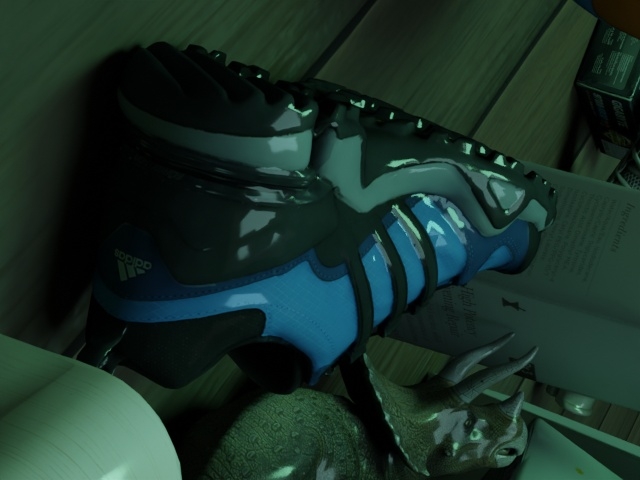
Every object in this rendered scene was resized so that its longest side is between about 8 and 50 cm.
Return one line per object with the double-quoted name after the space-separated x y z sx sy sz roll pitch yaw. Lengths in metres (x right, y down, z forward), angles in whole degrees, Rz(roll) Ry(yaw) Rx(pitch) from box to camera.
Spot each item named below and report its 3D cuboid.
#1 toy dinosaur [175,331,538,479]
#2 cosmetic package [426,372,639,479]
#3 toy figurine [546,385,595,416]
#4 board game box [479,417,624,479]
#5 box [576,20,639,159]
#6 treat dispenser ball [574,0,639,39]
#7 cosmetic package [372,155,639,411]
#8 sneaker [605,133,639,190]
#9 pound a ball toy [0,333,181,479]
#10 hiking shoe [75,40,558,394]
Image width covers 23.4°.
-0.028 0.128 0.743 0.313 0.121 0.160 -7 109 -51 "toy dinosaur"
0.160 0.266 0.965 0.097 0.377 0.284 17 90 -32 "cosmetic package"
0.338 0.115 1.479 0.148 0.209 0.213 -64 161 14 "toy figurine"
0.048 0.269 0.848 0.303 0.097 0.224 -54 177 24 "board game box"
0.288 -0.193 1.317 0.220 0.051 0.175 -67 159 -9 "box"
0.221 -0.235 0.781 0.288 0.288 0.288 -51 151 -43 "treat dispenser ball"
0.133 0.024 0.854 0.085 0.231 0.117 -65 158 -23 "cosmetic package"
0.248 -0.025 1.244 0.132 0.086 0.229 -32 163 -45 "sneaker"
-0.152 0.124 0.362 0.319 0.135 0.208 -44 146 -51 "pound a ball toy"
0.000 0.000 0.688 0.304 0.113 0.132 9 105 -55 "hiking shoe"
